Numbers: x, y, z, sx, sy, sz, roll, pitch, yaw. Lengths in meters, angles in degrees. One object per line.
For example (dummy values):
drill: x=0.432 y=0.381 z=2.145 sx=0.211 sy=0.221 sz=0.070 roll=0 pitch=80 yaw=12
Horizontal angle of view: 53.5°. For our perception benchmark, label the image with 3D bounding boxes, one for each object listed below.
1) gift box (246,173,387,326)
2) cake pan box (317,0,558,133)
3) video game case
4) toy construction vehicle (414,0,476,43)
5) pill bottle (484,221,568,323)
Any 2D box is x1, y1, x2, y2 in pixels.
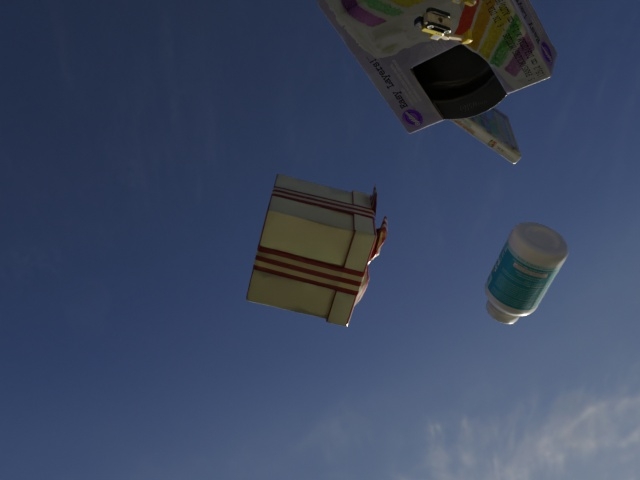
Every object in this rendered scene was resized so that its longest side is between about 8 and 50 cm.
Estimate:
gift box: x=0.000 y=0.000 z=1.386 sx=0.258 sy=0.276 sz=0.255 roll=15 pitch=-60 yaw=-4
cake pan box: x=0.165 y=-0.296 z=0.898 sx=0.246 sy=0.070 sz=0.267 roll=-14 pitch=-55 yaw=43
video game case: x=0.298 y=-0.256 z=1.258 sx=0.206 sy=0.227 sz=0.026 roll=32 pitch=-61 yaw=-9
toy construction vehicle: x=0.146 y=-0.290 z=0.779 sx=0.098 sy=0.035 sz=0.085 roll=5 pitch=-100 yaw=-27
pill bottle: x=0.516 y=0.093 z=1.634 sx=0.146 sy=0.146 sz=0.264 roll=4 pitch=-51 yaw=-14
